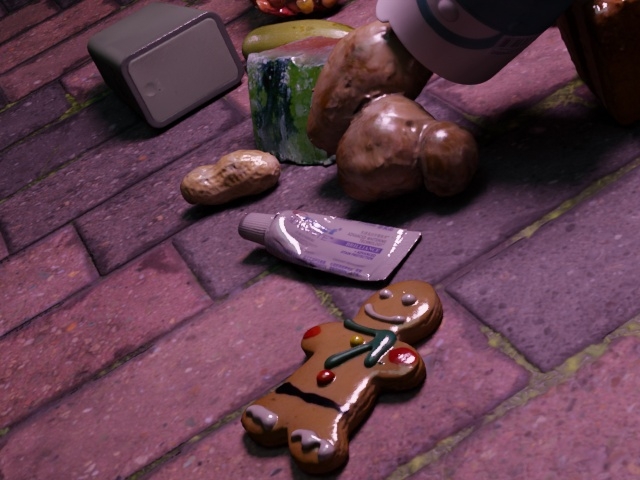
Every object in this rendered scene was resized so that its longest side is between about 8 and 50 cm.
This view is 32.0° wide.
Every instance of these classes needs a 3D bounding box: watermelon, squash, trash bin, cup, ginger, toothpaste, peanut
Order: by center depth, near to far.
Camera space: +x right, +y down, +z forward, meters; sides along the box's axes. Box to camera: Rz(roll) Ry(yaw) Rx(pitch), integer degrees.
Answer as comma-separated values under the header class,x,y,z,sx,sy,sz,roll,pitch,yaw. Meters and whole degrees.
class,x,y,z,sx,sy,sz,roll,pitch,yaw
cup,0.251,-0.381,1.555,0.289,0.219,0.257,-42,2,-35
toothpaste,-0.001,0.002,1.593,0.282,0.068,0.099,11,74,36
ginger,0.100,-0.170,1.643,0.244,0.155,0.304,-35,64,19
peanut,-0.150,-0.105,1.829,0.174,0.080,0.080,-16,32,14
watermelon,0.020,-0.275,1.891,0.264,0.151,0.302,3,42,38
squash,-0.028,-0.379,2.141,0.340,0.095,0.094,5,43,39
trash bin,-0.331,-0.371,2.291,0.223,0.158,0.343,-33,27,-13

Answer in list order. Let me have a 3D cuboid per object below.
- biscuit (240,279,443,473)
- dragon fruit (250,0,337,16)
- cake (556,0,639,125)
class,x,y,z,sx,sy,sz,roll,pitch,yaw
biscuit,0.036,0.147,1.358,0.196,0.049,0.301,16,50,45
dragon fruit,-0.047,-0.593,2.323,0.269,0.250,0.291,-15,56,31
cake,0.454,-0.326,1.619,0.196,0.199,0.293,-25,30,6
